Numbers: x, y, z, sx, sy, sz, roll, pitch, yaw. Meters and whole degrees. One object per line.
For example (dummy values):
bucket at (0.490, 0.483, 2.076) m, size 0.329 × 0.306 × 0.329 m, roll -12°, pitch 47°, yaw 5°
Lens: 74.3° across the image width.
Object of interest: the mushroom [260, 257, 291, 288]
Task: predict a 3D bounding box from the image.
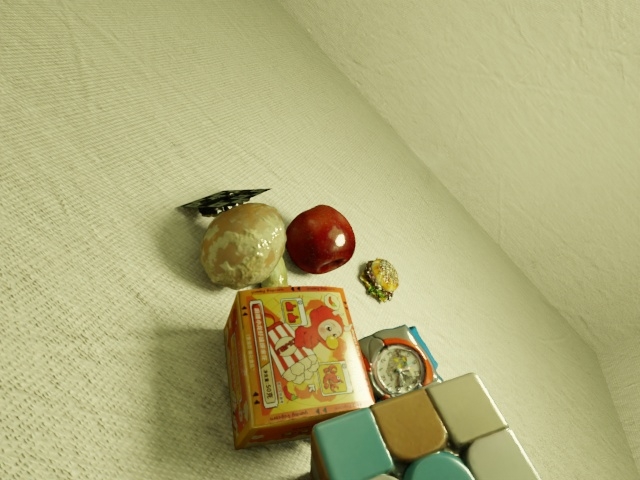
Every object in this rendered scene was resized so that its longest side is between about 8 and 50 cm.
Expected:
mushroom at (-0.171, 0.028, 1.227) m, size 0.100 × 0.081 × 0.312 m, roll 4°, pitch 52°, yaw -50°

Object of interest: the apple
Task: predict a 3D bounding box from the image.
apple at (0.000, 0.000, 1.336) m, size 0.218 × 0.218 × 0.201 m, roll -8°, pitch 63°, yaw -54°

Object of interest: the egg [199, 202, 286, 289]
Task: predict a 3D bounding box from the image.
egg at (-0.194, 0.009, 1.077) m, size 0.203 × 0.245 × 0.203 m, roll 39°, pitch -8°, yaw 7°

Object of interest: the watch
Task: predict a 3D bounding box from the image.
watch at (0.173, 0.379, 1.188) m, size 0.241 × 0.305 × 0.274 m, roll 61°, pitch 3°, yaw 10°

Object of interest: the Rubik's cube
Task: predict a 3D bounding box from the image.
Rubik's cube at (0.188, 0.508, 0.787) m, size 0.347 × 0.346 × 0.344 m, roll -12°, pitch 51°, yaw -14°

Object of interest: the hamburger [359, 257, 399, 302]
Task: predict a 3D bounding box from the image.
hamburger at (0.232, 0.143, 1.595) m, size 0.164 × 0.093 × 0.189 m, roll 42°, pitch 35°, yaw -15°

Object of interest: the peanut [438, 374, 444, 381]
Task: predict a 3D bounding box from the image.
peanut at (0.330, 0.501, 1.323) m, size 0.129 × 0.129 × 0.224 m, roll 48°, pitch 31°, yaw -4°

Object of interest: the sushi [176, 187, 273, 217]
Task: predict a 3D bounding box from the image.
sushi at (-0.260, -0.098, 1.196) m, size 0.215 × 0.192 × 0.050 m, roll -38°, pitch 124°, yaw -58°

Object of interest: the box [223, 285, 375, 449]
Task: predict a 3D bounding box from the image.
box at (-0.060, 0.271, 0.927) m, size 0.260 × 0.213 × 0.283 m, roll 2°, pitch 52°, yaw -24°
